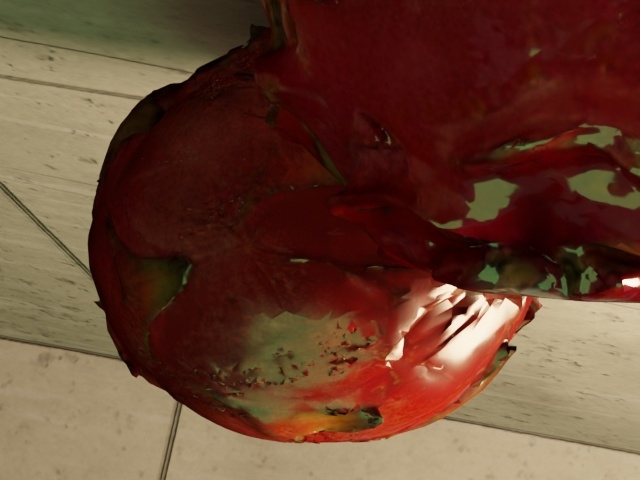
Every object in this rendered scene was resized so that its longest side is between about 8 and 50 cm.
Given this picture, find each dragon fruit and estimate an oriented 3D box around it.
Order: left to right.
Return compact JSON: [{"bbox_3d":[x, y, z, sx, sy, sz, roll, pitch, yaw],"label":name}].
[{"bbox_3d":[0.000,0.000,1.335,0.302,0.295,0.295,-12,156,30],"label":"dragon fruit"},{"bbox_3d":[0.142,-0.090,0.892,0.386,0.249,0.371,6,169,-11],"label":"dragon fruit"}]
